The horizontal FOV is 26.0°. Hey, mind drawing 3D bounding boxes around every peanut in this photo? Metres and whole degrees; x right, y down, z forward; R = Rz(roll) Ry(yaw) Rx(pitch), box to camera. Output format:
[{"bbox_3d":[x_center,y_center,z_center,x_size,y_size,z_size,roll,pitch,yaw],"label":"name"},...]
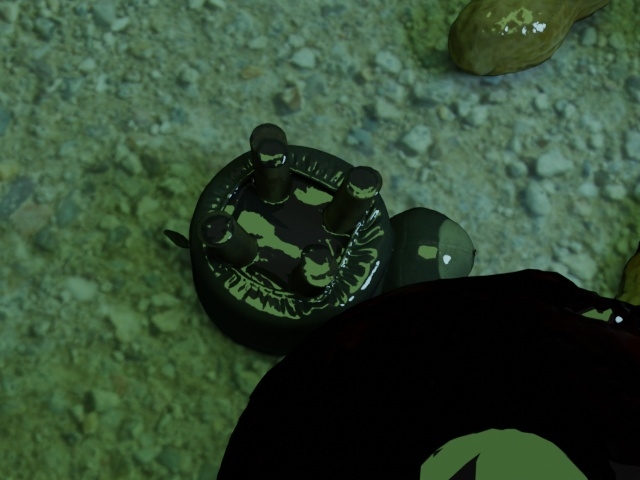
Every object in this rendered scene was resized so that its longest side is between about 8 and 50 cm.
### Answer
[{"bbox_3d":[0.188,-0.209,1.210,0.193,0.089,0.089,-41,75,-21],"label":"peanut"}]

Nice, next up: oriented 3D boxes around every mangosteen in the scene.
[{"bbox_3d":[0.106,0.223,0.850,0.381,0.381,0.421,16,65,2],"label":"mangosteen"}]

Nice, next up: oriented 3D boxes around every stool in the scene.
[{"bbox_3d":[-0.001,-0.009,1.070,0.228,0.139,0.153,-16,70,-9],"label":"stool"}]

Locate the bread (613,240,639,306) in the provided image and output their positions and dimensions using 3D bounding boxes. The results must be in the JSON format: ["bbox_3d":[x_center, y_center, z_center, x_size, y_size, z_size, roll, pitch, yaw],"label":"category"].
[{"bbox_3d":[0.359,0.054,1.070,0.251,0.133,0.174,37,85,10],"label":"bread"}]
